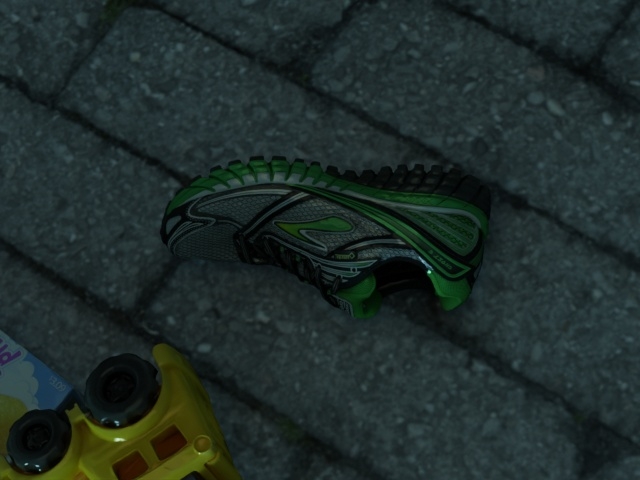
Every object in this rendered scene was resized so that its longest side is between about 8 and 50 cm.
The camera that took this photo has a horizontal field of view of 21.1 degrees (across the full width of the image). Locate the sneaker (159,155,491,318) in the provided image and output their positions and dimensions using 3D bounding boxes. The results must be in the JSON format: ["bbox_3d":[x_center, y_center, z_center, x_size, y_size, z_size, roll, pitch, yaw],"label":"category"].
[{"bbox_3d":[0.000,0.000,1.770,0.343,0.134,0.146,2,69,10],"label":"sneaker"}]

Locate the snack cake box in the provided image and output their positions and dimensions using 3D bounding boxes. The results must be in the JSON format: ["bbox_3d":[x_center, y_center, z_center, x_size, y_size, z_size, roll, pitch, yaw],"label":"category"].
[{"bbox_3d":[-0.386,0.149,1.802,0.264,0.089,0.152,34,78,21],"label":"snack cake box"}]

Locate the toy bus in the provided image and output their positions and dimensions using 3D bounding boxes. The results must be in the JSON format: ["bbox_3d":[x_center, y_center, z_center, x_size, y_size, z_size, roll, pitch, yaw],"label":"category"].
[{"bbox_3d":[-0.182,0.245,1.675,0.220,0.149,0.211,-32,55,-3],"label":"toy bus"}]
